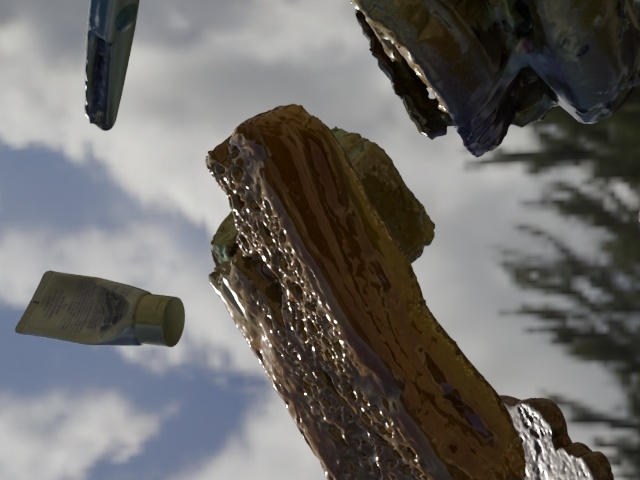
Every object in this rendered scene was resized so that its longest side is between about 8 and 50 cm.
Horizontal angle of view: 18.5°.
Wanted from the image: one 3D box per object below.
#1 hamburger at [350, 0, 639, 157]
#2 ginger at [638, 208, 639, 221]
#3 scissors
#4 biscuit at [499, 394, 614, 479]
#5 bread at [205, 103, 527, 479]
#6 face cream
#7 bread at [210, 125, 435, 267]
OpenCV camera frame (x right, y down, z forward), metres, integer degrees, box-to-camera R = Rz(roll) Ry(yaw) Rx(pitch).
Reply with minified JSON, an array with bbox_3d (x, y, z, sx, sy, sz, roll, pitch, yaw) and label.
[{"bbox_3d":[0.086,-0.229,1.368,0.195,0.277,0.318,-25,-123,5],"label":"hamburger"},{"bbox_3d":[0.408,0.010,1.868,0.200,0.269,0.223,-12,-164,18],"label":"ginger"},{"bbox_3d":[-0.185,-0.216,1.764,0.041,0.289,0.138,28,-138,20],"label":"scissors"},{"bbox_3d":[0.218,0.259,2.039,0.041,0.208,0.290,-12,173,-30],"label":"biscuit"},{"bbox_3d":[0.019,0.074,1.627,0.109,0.380,0.185,-29,176,-38],"label":"bread"},{"bbox_3d":[-0.299,0.098,2.688,0.224,0.070,0.114,5,-130,22],"label":"face cream"},{"bbox_3d":[0.000,0.000,1.870,0.196,0.138,0.102,-41,-151,-19],"label":"bread"}]
